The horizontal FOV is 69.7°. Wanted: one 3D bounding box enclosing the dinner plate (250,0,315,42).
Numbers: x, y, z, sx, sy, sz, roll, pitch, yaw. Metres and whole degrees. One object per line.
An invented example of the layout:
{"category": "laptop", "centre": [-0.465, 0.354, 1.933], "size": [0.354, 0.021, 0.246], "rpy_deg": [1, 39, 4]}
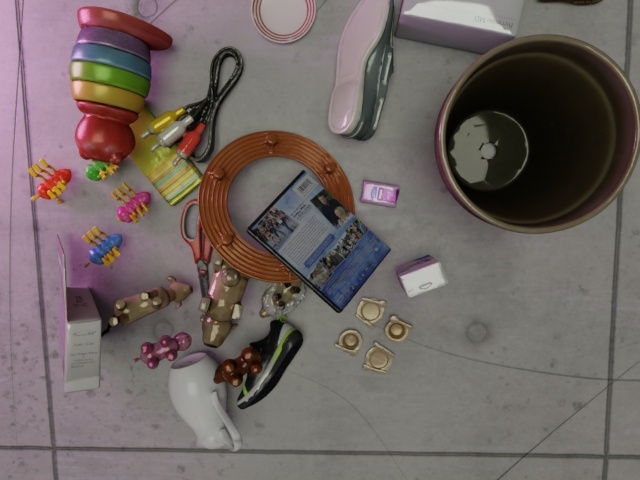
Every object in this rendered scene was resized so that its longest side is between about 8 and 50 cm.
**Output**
{"category": "dinner plate", "centre": [-0.080, -0.500, 0.998], "size": [0.141, 0.017, 0.141], "rpy_deg": [0, 97, 3]}

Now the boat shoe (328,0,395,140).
{"category": "boat shoe", "centre": [0.102, -0.369, 0.980], "size": [0.099, 0.116, 0.319], "rpy_deg": [14, 90, -42]}

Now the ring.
{"category": "ring", "centre": [-0.084, -0.079, 0.967], "size": [0.337, 0.032, 0.336], "rpy_deg": [3, 77, -14]}

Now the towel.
{"category": "towel", "centre": [-0.373, -0.199, 1.045], "size": [0.102, 0.021, 0.237], "rpy_deg": [-39, 92, 1]}

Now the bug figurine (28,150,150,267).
{"category": "bug figurine", "centre": [-0.505, -0.085, 1.037], "size": [0.216, 0.072, 0.279], "rpy_deg": [-38, 88, 0]}

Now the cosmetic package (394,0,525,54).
{"category": "cosmetic package", "centre": [0.286, -0.518, 0.918], "size": [0.224, 0.138, 0.224], "rpy_deg": [12, 98, 2]}

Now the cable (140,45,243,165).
{"category": "cable", "centre": [-0.250, -0.284, 0.996], "size": [0.139, 0.072, 0.287], "rpy_deg": [41, 94, 0]}

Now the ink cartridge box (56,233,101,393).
{"category": "ink cartridge box", "centre": [-0.506, 0.133, 0.956], "size": [0.066, 0.296, 0.261], "rpy_deg": [-1, 98, -32]}

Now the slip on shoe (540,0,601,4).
{"category": "slip on shoe", "centre": [0.523, -0.520, 0.952], "size": [0.135, 0.051, 0.041], "rpy_deg": [4, 85, 8]}

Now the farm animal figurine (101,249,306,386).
{"category": "farm animal figurine", "centre": [-0.242, 0.144, 0.998], "size": [0.330, 0.172, 0.326], "rpy_deg": [33, 79, -6]}

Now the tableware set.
{"category": "tableware set", "centre": [0.125, 0.221, 1.063], "size": [0.141, 0.020, 0.168], "rpy_deg": [30, 97, 0]}

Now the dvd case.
{"category": "dvd case", "centre": [0.000, 0.000, 0.944], "size": [0.253, 0.022, 0.180], "rpy_deg": [42, 72, -3]}

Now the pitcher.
{"category": "pitcher", "centre": [-0.250, 0.365, 1.029], "size": [0.178, 0.125, 0.207], "rpy_deg": [-9, 100, 44]}

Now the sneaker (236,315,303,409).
{"category": "sneaker", "centre": [-0.131, 0.278, 1.066], "size": [0.097, 0.084, 0.234], "rpy_deg": [37, 95, 22]}

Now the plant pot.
{"category": "plant pot", "centre": [0.363, -0.183, 0.877], "size": [0.323, 0.280, 0.323], "rpy_deg": [0, 96, 4]}

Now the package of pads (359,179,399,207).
{"category": "package of pads", "centre": [0.131, -0.104, 1.022], "size": [0.083, 0.032, 0.050], "rpy_deg": [10, 99, 2]}

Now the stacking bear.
{"category": "stacking bear", "centre": [-0.432, -0.303, 0.951], "size": [0.176, 0.164, 0.288], "rpy_deg": [10, 95, 11]}

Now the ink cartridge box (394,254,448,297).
{"category": "ink cartridge box", "centre": [0.214, 0.075, 0.991], "size": [0.089, 0.122, 0.052], "rpy_deg": [-22, 95, 5]}

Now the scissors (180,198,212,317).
{"category": "scissors", "centre": [-0.283, 0.055, 1.067], "size": [0.109, 0.021, 0.297], "rpy_deg": [10, 99, -7]}
